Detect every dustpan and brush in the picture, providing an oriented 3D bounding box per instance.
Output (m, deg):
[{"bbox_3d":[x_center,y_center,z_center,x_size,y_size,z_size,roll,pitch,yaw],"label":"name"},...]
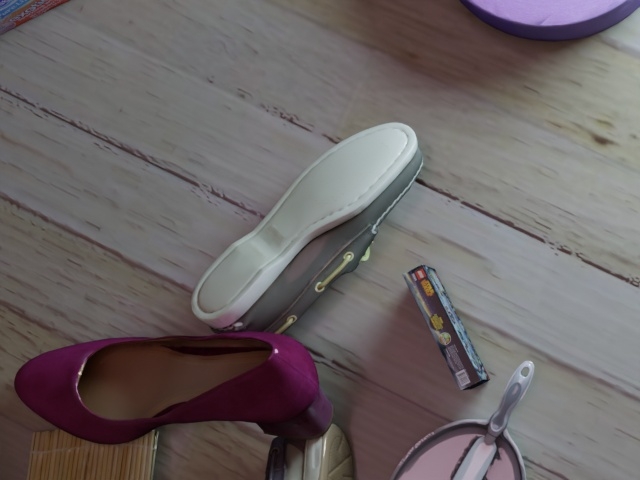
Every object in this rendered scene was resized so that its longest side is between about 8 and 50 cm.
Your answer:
[{"bbox_3d":[0.174,0.221,1.892,0.147,0.060,0.211,29,92,12],"label":"dustpan and brush"}]

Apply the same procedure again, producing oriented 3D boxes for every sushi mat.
[{"bbox_3d":[-0.264,0.355,1.934,0.151,0.019,0.317,-3,67,20],"label":"sushi mat"}]

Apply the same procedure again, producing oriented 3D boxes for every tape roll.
[{"bbox_3d":[0.247,-0.355,1.907,0.274,0.090,0.275,-1,85,10],"label":"tape roll"}]

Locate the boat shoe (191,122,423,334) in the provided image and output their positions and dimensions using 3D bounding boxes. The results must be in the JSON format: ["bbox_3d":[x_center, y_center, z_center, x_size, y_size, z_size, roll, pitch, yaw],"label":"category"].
[{"bbox_3d":[-0.002,-0.002,1.928,0.305,0.091,0.109,-42,37,1],"label":"boat shoe"}]

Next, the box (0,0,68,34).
[{"bbox_3d":[-0.391,-0.397,2.005,0.154,0.142,0.300,-24,82,7],"label":"box"}]

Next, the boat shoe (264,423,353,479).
[{"bbox_3d":[-0.029,0.330,1.879,0.092,0.103,0.285,-9,58,29],"label":"boat shoe"}]

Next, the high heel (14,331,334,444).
[{"bbox_3d":[-0.177,0.133,1.885,0.377,0.181,0.127,-1,62,18],"label":"high heel"}]

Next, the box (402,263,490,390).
[{"bbox_3d":[0.134,0.093,1.892,0.027,0.094,0.137,-27,82,8],"label":"box"}]
